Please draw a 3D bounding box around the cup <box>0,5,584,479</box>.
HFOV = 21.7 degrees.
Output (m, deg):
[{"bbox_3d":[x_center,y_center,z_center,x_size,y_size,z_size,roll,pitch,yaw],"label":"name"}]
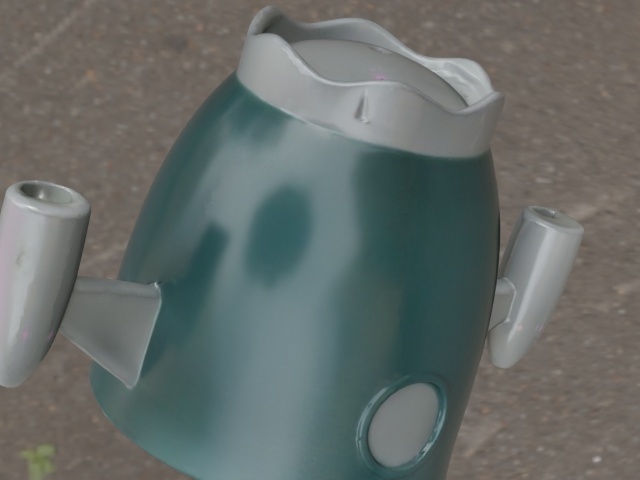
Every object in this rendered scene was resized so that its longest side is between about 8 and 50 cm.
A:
[{"bbox_3d":[0.000,0.000,0.699,0.167,0.299,0.173,35,116,45],"label":"cup"}]
